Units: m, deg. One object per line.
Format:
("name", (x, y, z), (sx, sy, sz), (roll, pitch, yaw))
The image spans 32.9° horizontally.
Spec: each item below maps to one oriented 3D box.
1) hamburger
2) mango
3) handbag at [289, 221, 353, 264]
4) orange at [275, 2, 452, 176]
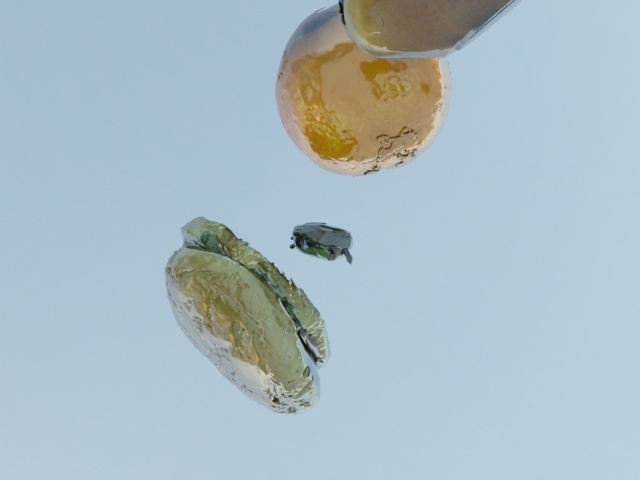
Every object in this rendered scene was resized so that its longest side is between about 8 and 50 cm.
("hamburger", (-0.105, 0.111, 1.467), (0.134, 0.285, 0.265), (-47, -20, -15))
("mango", (0.122, -0.277, 1.089), (0.236, 0.136, 0.166), (-39, -95, 9))
("handbag", (0.000, 0.000, 1.410), (0.072, 0.111, 0.047), (9, -88, -38))
("orange", (0.059, -0.212, 1.494), (0.246, 0.246, 0.246), (-8, -69, -23))
